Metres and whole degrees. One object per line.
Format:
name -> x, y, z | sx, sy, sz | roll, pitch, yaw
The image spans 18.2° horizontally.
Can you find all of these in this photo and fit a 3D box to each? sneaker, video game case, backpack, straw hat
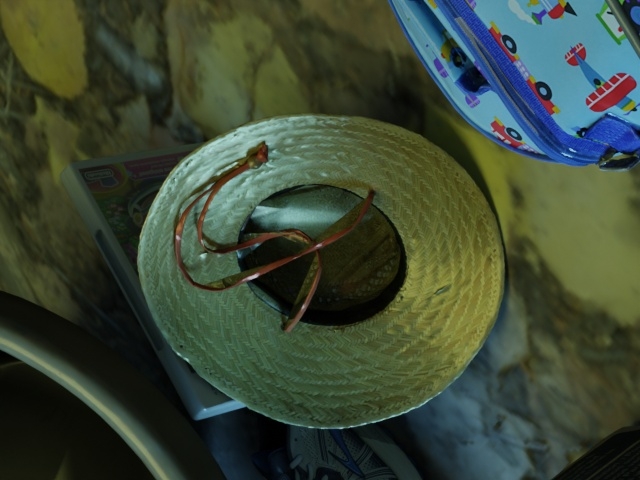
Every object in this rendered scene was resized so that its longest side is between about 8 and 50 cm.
sneaker -> -0.001, 0.099, 0.886 | 0.135, 0.058, 0.052 | 58, 146, 1
video game case -> -0.048, 0.014, 0.840 | 0.011, 0.087, 0.122 | -45, 68, 39
backpack -> 0.075, -0.094, 0.592 | 0.158, 0.117, 0.173 | 56, 149, -3
straw hat -> 0.000, 0.000, 0.801 | 0.061, 0.144, 0.144 | -96, -7, -66

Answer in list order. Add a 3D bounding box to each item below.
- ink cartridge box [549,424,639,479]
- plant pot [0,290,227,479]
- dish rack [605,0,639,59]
ink cartridge box -> 0.123, 0.204, 0.690 | 0.088, 0.193, 0.235 | -18, 100, 55
plant pot -> -0.162, 0.158, 0.901 | 0.323, 0.280, 0.323 | 1, 97, 9
dish rack -> 0.165, -0.064, 0.446 | 0.271, 0.208, 0.074 | 59, -170, -1
